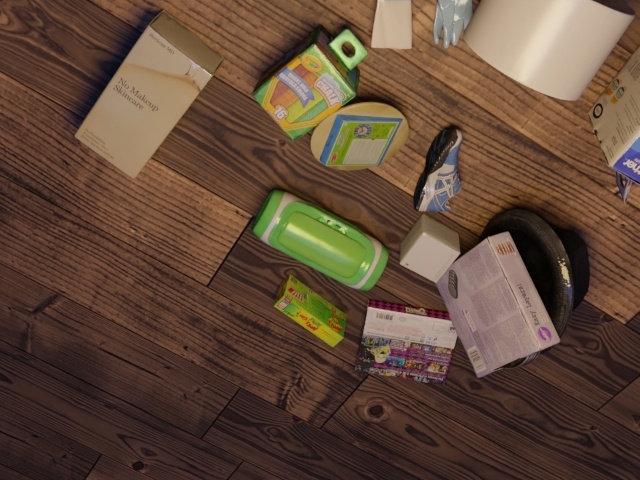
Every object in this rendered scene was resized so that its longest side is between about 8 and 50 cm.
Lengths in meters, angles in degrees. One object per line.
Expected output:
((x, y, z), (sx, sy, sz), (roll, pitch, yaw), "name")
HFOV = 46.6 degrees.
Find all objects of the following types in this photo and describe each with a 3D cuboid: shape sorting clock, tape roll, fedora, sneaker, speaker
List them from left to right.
((0.000, 0.000, 1.670), (0.296, 0.131, 0.131), (28, 121, -10), "speaker")
((0.080, -0.214, 1.536), (0.206, 0.040, 0.206), (-11, 150, -7), "shape sorting clock")
((0.263, -0.147, 1.578), (0.081, 0.080, 0.211), (11, 133, -7), "sneaker")
((0.478, 0.079, 1.613), (0.152, 0.334, 0.334), (-13, 126, -24), "fedora")
((0.397, -0.381, 1.307), (0.246, 0.246, 0.169), (24, 122, -8), "tape roll")

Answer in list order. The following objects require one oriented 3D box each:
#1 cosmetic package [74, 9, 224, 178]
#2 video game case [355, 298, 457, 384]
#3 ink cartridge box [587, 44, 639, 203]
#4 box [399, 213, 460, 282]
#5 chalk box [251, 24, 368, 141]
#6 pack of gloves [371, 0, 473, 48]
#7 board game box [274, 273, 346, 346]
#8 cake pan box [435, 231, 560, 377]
((-0.356, -0.296, 1.539), (0.160, 0.113, 0.309), (36, 121, -14), "cosmetic package")
((0.215, 0.255, 1.850), (0.232, 0.042, 0.210), (9, 123, 2), "video game case")
((0.637, -0.256, 1.337), (0.151, 0.270, 0.395), (29, 121, -7), "ink cartridge box")
((0.245, 0.017, 1.669), (0.102, 0.087, 0.101), (28, 122, -10), "box")
((-0.008, -0.323, 1.463), (0.213, 0.132, 0.132), (-34, 112, 25), "chalk box")
((0.201, -0.479, 1.403), (0.195, 0.046, 0.232), (0, 126, -6), "pack of gloves")
((-0.022, 0.170, 1.798), (0.181, 0.092, 0.043), (36, 121, -15), "board game box")
((0.372, 0.148, 1.599), (0.070, 0.267, 0.246), (-14, 161, -24), "cake pan box")
